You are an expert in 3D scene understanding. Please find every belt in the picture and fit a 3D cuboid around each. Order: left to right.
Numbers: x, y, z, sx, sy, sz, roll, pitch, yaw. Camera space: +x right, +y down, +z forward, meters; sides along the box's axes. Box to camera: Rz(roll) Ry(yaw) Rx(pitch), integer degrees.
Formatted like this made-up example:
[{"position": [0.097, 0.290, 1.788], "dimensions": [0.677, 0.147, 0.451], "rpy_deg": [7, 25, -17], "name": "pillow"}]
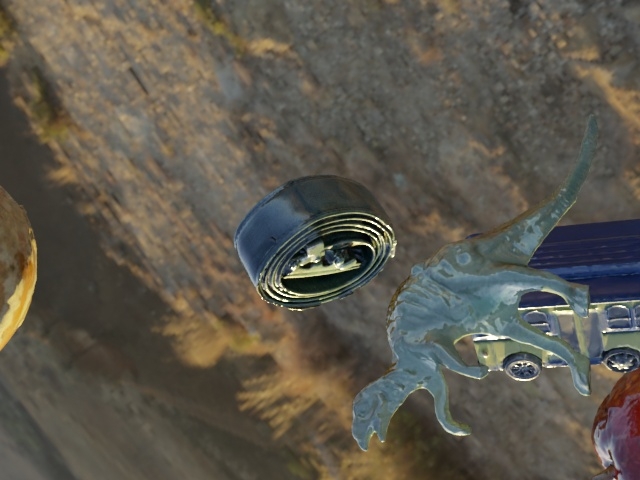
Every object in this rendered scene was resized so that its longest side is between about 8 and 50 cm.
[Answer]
[{"position": [0.000, 0.000, 1.638], "dimensions": [0.206, 0.267, 0.116], "rpy_deg": [-53, 53, 29], "name": "belt"}]

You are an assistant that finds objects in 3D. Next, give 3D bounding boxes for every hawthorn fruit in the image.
[{"position": [0.502, 0.320, 1.665], "dimensions": [0.242, 0.272, 0.242], "rpy_deg": [55, 180, 0], "name": "hawthorn fruit"}]

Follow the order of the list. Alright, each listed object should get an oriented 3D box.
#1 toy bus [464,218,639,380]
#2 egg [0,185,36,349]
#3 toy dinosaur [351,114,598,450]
[{"position": [0.339, 0.077, 1.460], "dimensions": [0.288, 0.138, 0.175], "rpy_deg": [-6, 135, 18], "name": "toy bus"}, {"position": [-0.352, 0.037, 0.965], "dimensions": [0.195, 0.195, 0.233], "rpy_deg": [42, 122, 22], "name": "egg"}, {"position": [0.177, 0.043, 1.044], "dimensions": [0.205, 0.393, 0.092], "rpy_deg": [20, 174, 27], "name": "toy dinosaur"}]
